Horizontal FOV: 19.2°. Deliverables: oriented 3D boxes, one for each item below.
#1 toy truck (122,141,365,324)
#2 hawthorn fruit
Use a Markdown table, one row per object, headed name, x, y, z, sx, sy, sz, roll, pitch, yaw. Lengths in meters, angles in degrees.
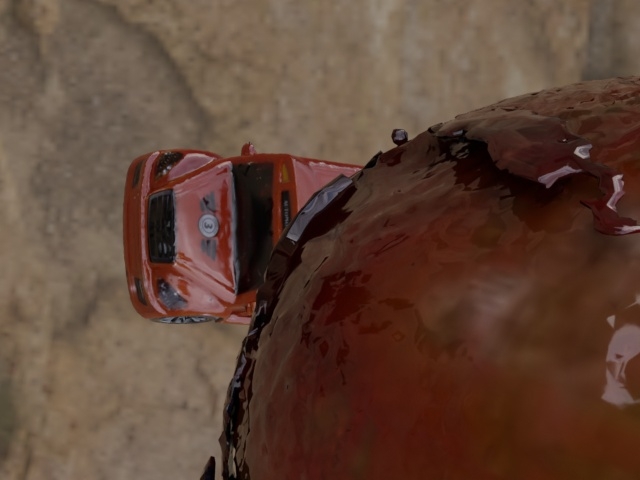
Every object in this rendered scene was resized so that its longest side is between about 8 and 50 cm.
| name | x | y | z | sx | sy | sz | roll | pitch | yaw |
| --- | --- | --- | --- | --- | --- | --- | --- | --- | --- |
| toy truck | 0.000 | 0.000 | 1.207 | 0.252 | 0.114 | 0.107 | 6 | 77 | -40 |
| hawthorn fruit | 0.117 | 0.097 | 0.620 | 0.316 | 0.316 | 0.316 | -9 | 102 | -51 |
